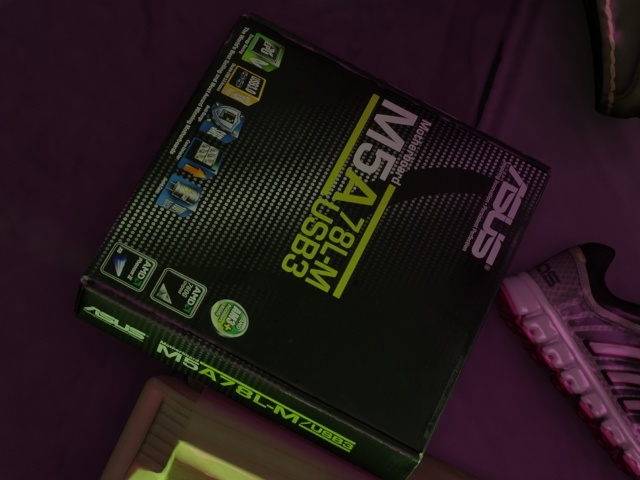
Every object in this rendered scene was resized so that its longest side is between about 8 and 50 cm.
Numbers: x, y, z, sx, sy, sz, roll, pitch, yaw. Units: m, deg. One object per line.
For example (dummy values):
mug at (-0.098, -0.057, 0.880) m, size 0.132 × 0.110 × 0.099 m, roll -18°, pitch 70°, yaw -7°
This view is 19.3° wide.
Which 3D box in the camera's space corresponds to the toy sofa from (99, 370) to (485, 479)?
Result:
toy sofa at (0.048, 0.208, 0.925) m, size 0.362 × 0.177 × 0.150 m, roll 25°, pitch 106°, yaw -3°

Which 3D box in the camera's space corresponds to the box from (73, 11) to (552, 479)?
box at (0.000, 0.000, 0.943) m, size 0.184 × 0.045 × 0.191 m, roll 27°, pitch 59°, yaw 3°

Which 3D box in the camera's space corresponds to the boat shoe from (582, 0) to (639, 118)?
boat shoe at (0.117, -0.228, 0.988) m, size 0.130 × 0.132 × 0.355 m, roll -9°, pitch 76°, yaw 3°

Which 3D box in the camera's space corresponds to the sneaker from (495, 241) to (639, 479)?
sneaker at (0.167, 0.070, 0.978) m, size 0.075 × 0.063 × 0.170 m, roll -37°, pitch 84°, yaw -3°
